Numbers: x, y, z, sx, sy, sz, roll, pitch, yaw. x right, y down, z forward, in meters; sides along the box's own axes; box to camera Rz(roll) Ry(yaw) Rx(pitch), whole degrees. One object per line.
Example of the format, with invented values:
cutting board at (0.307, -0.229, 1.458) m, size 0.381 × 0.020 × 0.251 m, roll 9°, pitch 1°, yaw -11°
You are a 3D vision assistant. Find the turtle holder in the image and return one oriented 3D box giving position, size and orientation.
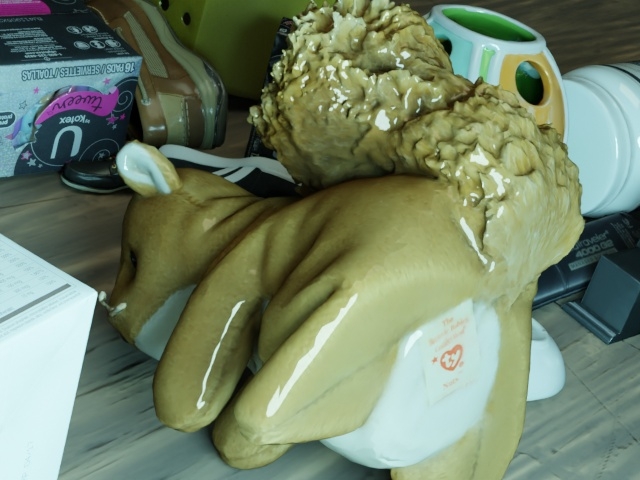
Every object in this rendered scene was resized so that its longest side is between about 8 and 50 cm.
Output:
turtle holder at (0.160, -0.161, 1.593) m, size 0.243 × 0.227 × 0.320 m, roll 6°, pitch 26°, yaw -13°

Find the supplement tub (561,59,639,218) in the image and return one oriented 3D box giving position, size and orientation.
supplement tub at (0.389, -0.131, 1.705) m, size 0.272 × 0.191 × 0.191 m, roll -12°, pitch 40°, yaw -40°

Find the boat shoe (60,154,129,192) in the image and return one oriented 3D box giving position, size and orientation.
boat shoe at (-0.214, -0.077, 1.455) m, size 0.133 × 0.042 × 0.049 m, roll -1°, pitch 36°, yaw -26°

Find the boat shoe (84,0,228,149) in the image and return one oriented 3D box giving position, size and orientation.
boat shoe at (-0.227, -0.201, 1.578) m, size 0.120 × 0.123 × 0.324 m, roll -16°, pitch 35°, yaw -27°

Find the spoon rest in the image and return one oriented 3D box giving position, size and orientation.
spoon rest at (0.136, 0.113, 1.296) m, size 0.276 × 0.084 × 0.137 m, roll 2°, pitch 31°, yaw -50°

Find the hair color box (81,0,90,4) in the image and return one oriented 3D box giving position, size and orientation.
hair color box at (-0.348, -0.344, 1.805) m, size 0.141 × 0.072 × 0.043 m, roll 13°, pitch 31°, yaw -9°

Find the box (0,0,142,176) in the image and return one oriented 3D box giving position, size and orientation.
box at (-0.342, -0.162, 1.430) m, size 0.247 × 0.142 × 0.163 m, roll -11°, pitch 41°, yaw -38°

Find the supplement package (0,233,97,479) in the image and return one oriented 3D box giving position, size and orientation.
supplement package at (-0.277, 0.138, 0.829) m, size 0.145 × 0.262 × 0.204 m, roll 29°, pitch 32°, yaw 20°

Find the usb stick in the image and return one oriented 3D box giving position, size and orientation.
usb stick at (0.285, 0.022, 1.527) m, size 0.278 × 0.045 × 0.077 m, roll -16°, pitch 68°, yaw -43°

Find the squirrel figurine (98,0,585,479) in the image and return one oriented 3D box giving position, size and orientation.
squirrel figurine at (0.000, 0.000, 1.114) m, size 0.370 × 0.397 × 0.281 m, roll 27°, pitch -5°, yaw 46°

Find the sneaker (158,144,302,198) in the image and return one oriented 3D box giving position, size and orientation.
sneaker at (-0.095, -0.018, 1.330) m, size 0.216 × 0.121 × 0.079 m, roll 11°, pitch -21°, yaw 36°

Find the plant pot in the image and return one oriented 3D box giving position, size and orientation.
plant pot at (-0.126, -0.301, 1.698) m, size 0.187 × 0.212 × 0.212 m, roll -13°, pitch 41°, yaw -44°

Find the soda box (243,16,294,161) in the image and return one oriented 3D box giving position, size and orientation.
soda box at (-0.043, -0.169, 1.567) m, size 0.053 × 0.169 × 0.060 m, roll 15°, pitch 29°, yaw -2°

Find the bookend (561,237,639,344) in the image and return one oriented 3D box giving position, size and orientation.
bookend at (0.363, 0.019, 1.474) m, size 0.157 × 0.156 × 0.072 m, roll -13°, pitch 41°, yaw -40°
